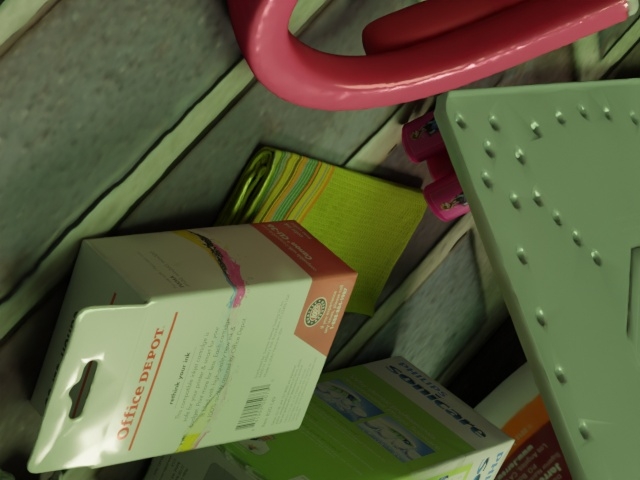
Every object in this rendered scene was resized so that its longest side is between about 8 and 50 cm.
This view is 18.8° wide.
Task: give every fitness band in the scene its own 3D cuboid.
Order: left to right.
[{"bbox_3d":[0.090,-0.160,1.034,0.291,0.054,0.209,-22,156,-1],"label":"fitness band"}]

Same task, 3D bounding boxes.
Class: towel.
[{"bbox_3d":[0.000,0.000,1.237,0.102,0.021,0.237,-59,154,10],"label":"towel"}]

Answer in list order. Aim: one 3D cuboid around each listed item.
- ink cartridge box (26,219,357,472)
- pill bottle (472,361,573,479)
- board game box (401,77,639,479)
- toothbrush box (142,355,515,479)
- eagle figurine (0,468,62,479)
[{"bbox_3d":[-0.085,0.057,1.083,0.198,0.067,0.115,-5,125,-44],"label":"ink cartridge box"},{"bbox_3d":[0.277,0.282,1.568,0.224,0.392,0.224,-37,162,-14],"label":"pill bottle"},{"bbox_3d":[0.232,0.075,1.372,0.050,0.390,0.390,-25,172,34],"label":"board game box"},{"bbox_3d":[-0.016,0.210,1.344,0.283,0.122,0.206,-8,128,-58],"label":"toothbrush box"},{"bbox_3d":[-0.200,0.222,0.993,0.298,0.225,0.226,12,77,-38],"label":"eagle figurine"}]
